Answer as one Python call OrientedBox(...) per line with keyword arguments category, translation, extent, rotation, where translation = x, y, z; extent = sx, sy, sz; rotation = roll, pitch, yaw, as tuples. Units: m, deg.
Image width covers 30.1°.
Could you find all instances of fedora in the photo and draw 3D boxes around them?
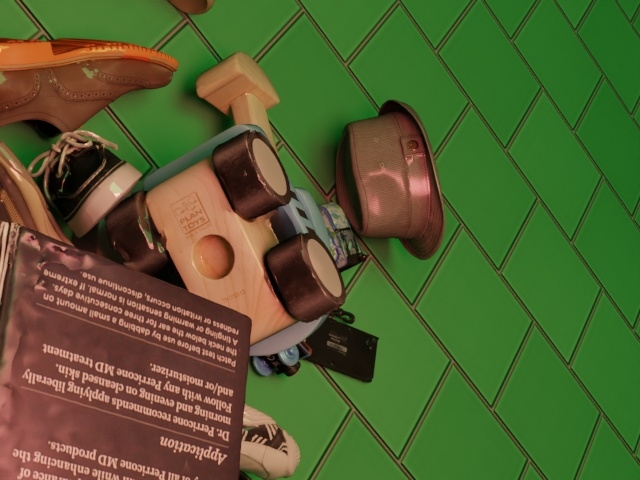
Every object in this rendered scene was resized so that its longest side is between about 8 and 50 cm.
OrientedBox(category="fedora", translation=(0.099, -0.097, 1.969), extent=(0.124, 0.244, 0.276), rotation=(-7, 77, -16))

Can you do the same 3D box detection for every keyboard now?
OrientedBox(category="keyboard", translation=(0.022, 0.154, 1.902), extent=(0.180, 0.023, 0.108), rotation=(25, 64, -37))

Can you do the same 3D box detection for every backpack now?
OrientedBox(category="backpack", translation=(0.000, 0.000, 1.881), extent=(0.084, 0.105, 0.114), rotation=(-9, 75, -48))

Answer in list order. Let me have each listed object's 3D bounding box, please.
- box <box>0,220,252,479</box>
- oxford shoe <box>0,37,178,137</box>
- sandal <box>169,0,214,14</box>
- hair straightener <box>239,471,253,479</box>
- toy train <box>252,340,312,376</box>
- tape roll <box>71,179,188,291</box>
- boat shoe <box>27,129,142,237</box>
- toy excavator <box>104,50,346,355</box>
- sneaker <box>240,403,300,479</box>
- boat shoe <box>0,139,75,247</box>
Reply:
OrientedBox(category="box", translation=(-0.336, 0.300, 1.143), extent=(0.297, 0.480, 0.472), rotation=(26, 57, -37))
OrientedBox(category="oxford shoe", translation=(-0.345, -0.210, 1.635), extent=(0.363, 0.130, 0.133), rotation=(-10, 106, -47))
OrientedBox(category="sandal", translation=(-0.280, -0.423, 1.771), extent=(0.302, 0.120, 0.086), rotation=(35, 66, -31))
OrientedBox(category="hair straightener", translation=(-0.170, 0.308, 1.625), extent=(0.230, 0.047, 0.089), rotation=(51, 45, -17))
OrientedBox(category="toy train", translation=(-0.087, 0.119, 1.767), extent=(0.184, 0.080, 0.105), rotation=(47, 41, -21))
OrientedBox(category="tape roll", translation=(-0.237, 0.031, 1.654), extent=(0.219, 0.072, 0.219), rotation=(20, 59, -39))
OrientedBox(category="boat shoe", translation=(-0.301, -0.086, 1.499), extent=(0.113, 0.306, 0.105), rotation=(-44, 105, -1))
OrientedBox(category="toy excavator", translation=(-0.107, -0.061, 1.651), extent=(0.433, 0.222, 0.445), rotation=(63, 16, 4))
OrientedBox(category="sneaker", translation=(-0.203, 0.281, 1.518), extent=(0.365, 0.137, 0.210), rotation=(32, 71, -29))
OrientedBox(category="boat shoe", translation=(-0.398, -0.014, 1.454), extent=(0.130, 0.132, 0.355), rotation=(-39, 108, -19))
